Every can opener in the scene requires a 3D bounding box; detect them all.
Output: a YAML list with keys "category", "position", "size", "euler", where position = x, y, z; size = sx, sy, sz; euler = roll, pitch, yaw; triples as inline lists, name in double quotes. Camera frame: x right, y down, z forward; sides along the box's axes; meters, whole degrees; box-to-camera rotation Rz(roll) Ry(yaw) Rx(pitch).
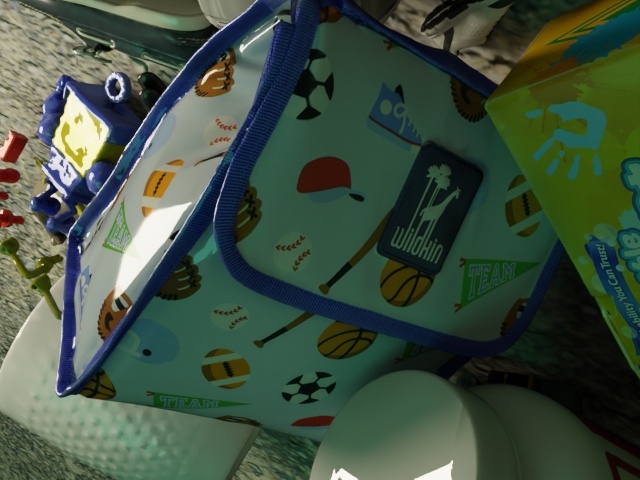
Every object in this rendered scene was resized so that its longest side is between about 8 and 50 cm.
- category: "can opener"
  position: [-0.156, -0.124, 0.903]
  size: [0.073, 0.059, 0.186]
  euler: [-28, 138, 6]

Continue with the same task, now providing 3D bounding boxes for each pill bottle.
- category: "pill bottle"
  position: [0.194, 0.263, 0.684]
  size: [0.407, 0.229, 0.229]
  euler: [31, 148, -32]

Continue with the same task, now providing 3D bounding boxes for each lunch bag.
- category: "lunch bag"
  position: [0.000, 0.000, 0.677]
  size: [0.328, 0.239, 0.385]
  euler: [21, 127, -33]

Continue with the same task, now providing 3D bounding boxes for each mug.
- category: "mug"
  position: [-0.233, 0.187, 1.099]
  size: [0.328, 0.276, 0.374]
  euler: [30, 144, 6]

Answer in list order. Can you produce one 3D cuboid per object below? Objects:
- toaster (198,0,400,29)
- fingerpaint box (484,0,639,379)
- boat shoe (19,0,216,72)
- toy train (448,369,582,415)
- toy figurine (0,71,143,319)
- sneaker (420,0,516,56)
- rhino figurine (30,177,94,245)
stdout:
- category: "toaster"
  position: [-0.018, -0.252, 0.649]
  size: [0.227, 0.129, 0.146]
  euler: [14, 137, 26]
- category: "fingerpaint box"
  position: [0.389, 0.000, 0.529]
  size: [0.371, 0.163, 0.445]
  euler: [-17, 114, 45]
- category: "boat shoe"
  position: [-0.227, -0.238, 0.854]
  size: [0.254, 0.095, 0.079]
  euler: [15, 124, 15]
- category: "toy train"
  position: [0.221, 0.291, 0.959]
  size: [0.190, 0.142, 0.334]
  euler: [5, 130, 23]
- category: "toy figurine"
  position: [-0.283, -0.096, 0.930]
  size: [0.362, 0.191, 0.217]
  euler: [43, 107, 29]
- category: "sneaker"
  position: [0.136, -0.191, 0.657]
  size: [0.044, 0.040, 0.109]
  euler: [39, 147, -24]
- category: "rhino figurine"
  position: [-0.323, -0.046, 1.118]
  size: [0.243, 0.073, 0.106]
  euler: [1, 129, 36]
